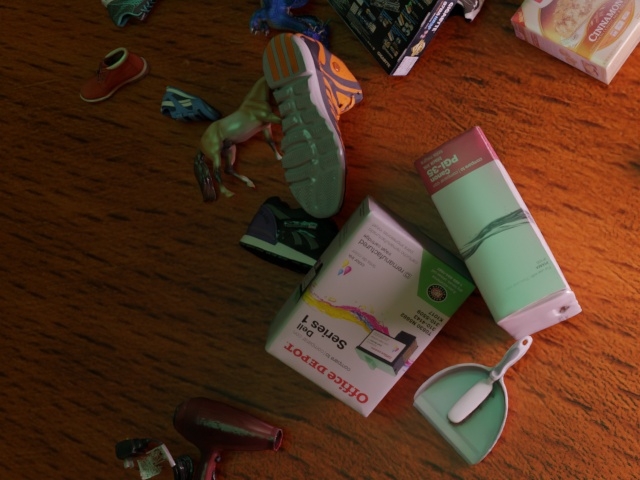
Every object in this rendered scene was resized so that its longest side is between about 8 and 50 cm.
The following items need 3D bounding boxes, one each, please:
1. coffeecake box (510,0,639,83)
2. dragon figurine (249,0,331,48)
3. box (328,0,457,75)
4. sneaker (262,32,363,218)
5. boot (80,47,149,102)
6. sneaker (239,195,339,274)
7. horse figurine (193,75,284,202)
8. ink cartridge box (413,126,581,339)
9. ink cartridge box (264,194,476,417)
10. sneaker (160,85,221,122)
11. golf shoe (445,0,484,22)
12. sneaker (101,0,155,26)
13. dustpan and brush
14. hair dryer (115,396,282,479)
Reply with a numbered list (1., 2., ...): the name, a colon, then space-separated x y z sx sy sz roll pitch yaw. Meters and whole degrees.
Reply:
1. coffeecake box: 0.436 -0.370 1.409 0.185 0.068 0.142 36 91 25
2. dragon figurine: -0.072 -0.471 1.585 0.144 0.085 0.289 -14 93 24
3. box: 0.120 -0.428 1.503 0.220 0.051 0.175 55 133 24
4. sneaker: 0.016 -0.202 1.475 0.125 0.180 0.321 -10 92 33
5. boot: -0.433 -0.337 1.715 0.158 0.085 0.059 -27 70 14
6. sneaker: 0.000 0.000 1.459 0.283 0.107 0.124 21 78 24
7. horse figurine: -0.144 -0.187 1.579 0.263 0.066 0.174 -37 73 5
8. ink cartridge box: 0.272 -0.004 1.298 0.117 0.207 0.283 -29 68 12
9. ink cartridge box: 0.073 0.104 1.321 0.201 0.117 0.278 35 105 -8
10. sneaker: -0.251 -0.250 1.643 0.144 0.053 0.059 24 85 32
11. golf shoe: 0.195 -0.441 1.513 0.198 0.077 0.093 15 82 24
12. sneaker: -0.367 -0.491 1.751 0.167 0.065 0.076 -18 87 19
13. dustpan and brush: 0.256 0.228 1.325 0.211 0.060 0.147 -46 66 4
14. hair dryer: -0.192 0.381 1.461 0.294 0.080 0.223 -32 83 16
